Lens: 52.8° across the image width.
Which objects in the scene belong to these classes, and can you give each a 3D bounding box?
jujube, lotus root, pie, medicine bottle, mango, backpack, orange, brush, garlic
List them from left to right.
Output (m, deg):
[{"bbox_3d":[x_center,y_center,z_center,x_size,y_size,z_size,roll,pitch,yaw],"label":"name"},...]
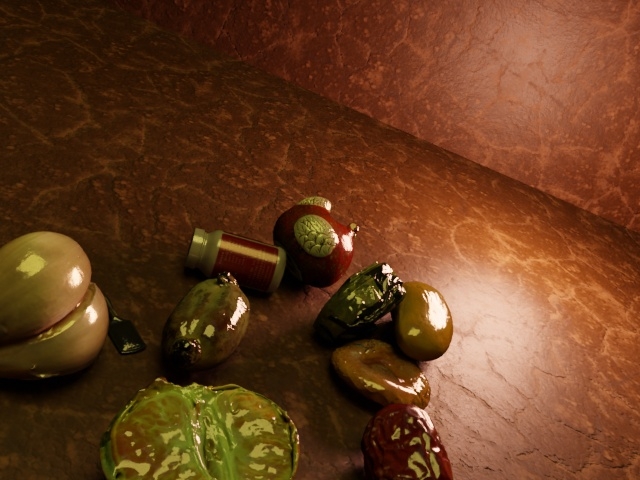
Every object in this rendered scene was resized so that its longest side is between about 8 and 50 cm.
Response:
[{"bbox_3d":[-0.537,0.130,1.252,0.313,0.249,0.286,-35,107,-54],"label":"garlic"},{"bbox_3d":[-0.456,0.181,1.445,0.062,0.016,0.193,-7,42,-44],"label":"brush"},{"bbox_3d":[-0.208,0.385,1.117,0.334,0.196,0.262,6,19,-35],"label":"orange"},{"bbox_3d":[-0.261,0.191,1.434,0.173,0.173,0.309,24,29,1],"label":"lotus root"},{"bbox_3d":[-0.223,0.051,1.704,0.250,0.131,0.131,15,31,-13],"label":"medicine bottle"},{"bbox_3d":[0.098,0.174,1.677,0.140,0.207,0.253,47,42,14],"label":"backpack"},{"bbox_3d":[0.153,0.328,1.587,0.273,0.069,0.273,24,21,-10],"label":"pie"},{"bbox_3d":[0.173,0.451,1.304,0.174,0.174,0.250,9,36,-24],"label":"jujube"},{"bbox_3d":[0.277,0.223,1.751,0.195,0.142,0.332,39,23,-13],"label":"mango"}]

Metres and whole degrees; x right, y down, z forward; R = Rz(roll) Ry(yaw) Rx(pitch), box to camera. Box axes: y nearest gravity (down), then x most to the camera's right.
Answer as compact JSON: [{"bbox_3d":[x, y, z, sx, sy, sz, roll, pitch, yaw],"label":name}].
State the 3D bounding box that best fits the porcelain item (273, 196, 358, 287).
[{"bbox_3d":[0.000,0.000,1.815,0.252,0.253,0.253,18,30,-11],"label":"porcelain item"}]
